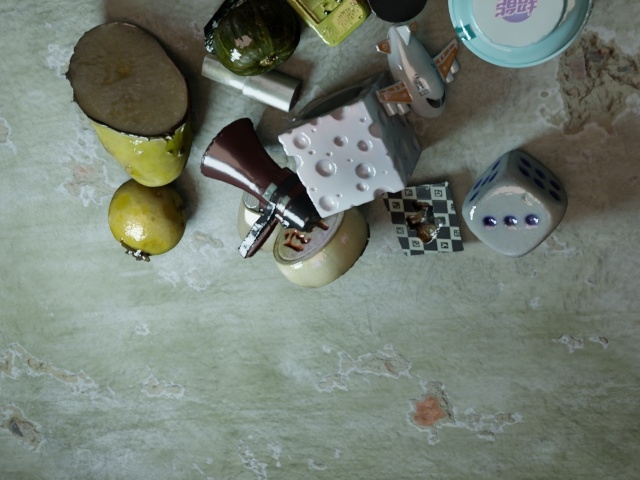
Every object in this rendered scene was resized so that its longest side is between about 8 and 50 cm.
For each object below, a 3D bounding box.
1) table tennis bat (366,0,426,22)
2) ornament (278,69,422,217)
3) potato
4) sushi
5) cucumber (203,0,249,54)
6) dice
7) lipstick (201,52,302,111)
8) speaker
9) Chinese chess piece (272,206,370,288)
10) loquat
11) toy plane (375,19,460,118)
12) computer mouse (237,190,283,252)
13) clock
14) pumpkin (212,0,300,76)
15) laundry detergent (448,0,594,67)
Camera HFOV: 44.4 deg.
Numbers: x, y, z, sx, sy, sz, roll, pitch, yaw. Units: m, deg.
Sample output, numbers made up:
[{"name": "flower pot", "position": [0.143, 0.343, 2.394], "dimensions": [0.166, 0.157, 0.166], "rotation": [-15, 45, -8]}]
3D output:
[{"name": "table tennis bat", "position": [0.167, -0.637, 1.789], "dimensions": [0.154, 0.021, 0.274], "rotation": [-11, 109, -2]}, {"name": "ornament", "position": [0.081, -0.240, 1.938], "dimensions": [0.239, 0.239, 0.240], "rotation": [-19, 112, 27]}, {"name": "potato", "position": [-0.506, -0.330, 2.100], "dimensions": [0.397, 0.290, 0.296], "rotation": [45, 153, 13]}, {"name": "sushi", "position": [0.281, -0.062, 2.092], "dimensions": [0.192, 0.040, 0.210], "rotation": [-6, 119, 29]}, {"name": "cucumber", "position": [-0.210, -0.571, 1.950], "dimensions": [0.074, 0.074, 0.241], "rotation": [42, 120, -7]}, {"name": "dice", "position": [0.474, -0.089, 1.920], "dimensions": [0.193, 0.194, 0.192], "rotation": [40, 122, -4]}, {"name": "lipstick", "position": [-0.178, -0.414, 2.022], "dimensions": [0.252, 0.079, 0.077], "rotation": [22, 123, 5]}, {"name": "speaker", "position": [-0.169, -0.118, 2.030], "dimensions": [0.259, 0.198, 0.329], "rotation": [-41, 73, -6]}, {"name": "Chinese chess piece", "position": [0.000, 0.000, 2.085], "dimensions": [0.270, 0.270, 0.112], "rotation": [-26, 125, 29]}, {"name": "loquat", "position": [-0.498, -0.059, 2.243], "dimensions": [0.243, 0.244, 0.244], "rotation": [8, 121, 14]}, {"name": "toy plane", "position": [0.225, -0.396, 1.835], "dimensions": [0.244, 0.117, 0.245], "rotation": [-4, 99, -23]}, {"name": "computer mouse", "position": [-0.160, -0.069, 2.212], "dimensions": [0.145, 0.082, 0.237], "rotation": [20, 124, 8]}, {"name": "clock", "position": [0.015, -0.576, 1.856], "dimensions": [0.143, 0.096, 0.202], "rotation": [-37, 103, 29]}, {"name": "pumpkin", "position": [-0.154, -0.490, 1.889], "dimensions": [0.223, 0.223, 0.157], "rotation": [-31, 79, 30]}, {"name": "laundry detergent", "position": [0.419, -0.523, 1.624], "dimensions": [0.287, 0.305, 0.287], "rotation": [8, 120, 14]}]
